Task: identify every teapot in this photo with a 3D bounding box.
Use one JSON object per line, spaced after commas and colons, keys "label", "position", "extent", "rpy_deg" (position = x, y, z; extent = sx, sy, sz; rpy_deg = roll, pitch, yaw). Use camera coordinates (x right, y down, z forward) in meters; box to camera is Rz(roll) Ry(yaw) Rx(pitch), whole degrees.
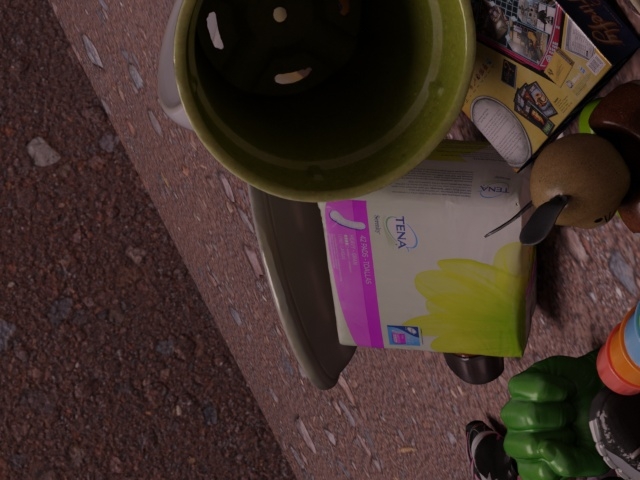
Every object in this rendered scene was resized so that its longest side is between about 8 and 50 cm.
{"label": "teapot", "position": [-0.087, -0.241, 2.178], "extent": [0.252, 0.187, 0.256], "rpy_deg": [-34, 48, 55]}

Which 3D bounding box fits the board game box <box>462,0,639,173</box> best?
{"label": "board game box", "position": [0.184, -0.179, 1.565], "extent": [0.165, 0.042, 0.243], "rpy_deg": [50, 156, 7]}

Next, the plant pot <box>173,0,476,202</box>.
{"label": "plant pot", "position": [-0.019, -0.202, 1.622], "extent": [0.254, 0.276, 0.276], "rpy_deg": [-126, 12, -69]}

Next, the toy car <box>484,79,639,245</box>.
{"label": "toy car", "position": [0.238, -0.039, 1.457], "extent": [0.149, 0.188, 0.155], "rpy_deg": [64, 165, -9]}

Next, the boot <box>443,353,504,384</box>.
{"label": "boot", "position": [0.121, 0.016, 2.127], "extent": [0.264, 0.096, 0.280], "rpy_deg": [47, 157, 54]}

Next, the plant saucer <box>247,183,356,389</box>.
{"label": "plant saucer", "position": [0.000, 0.000, 2.313], "extent": [0.400, 0.100, 0.400], "rpy_deg": [-14, -90, -82]}

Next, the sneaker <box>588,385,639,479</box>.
{"label": "sneaker", "position": [0.376, 0.245, 1.752], "extent": [0.229, 0.086, 0.132], "rpy_deg": [56, 163, -21]}

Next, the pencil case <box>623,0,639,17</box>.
{"label": "pencil case", "position": [0.164, -0.311, 1.261], "extent": [0.410, 0.160, 0.183], "rpy_deg": [46, 167, 45]}

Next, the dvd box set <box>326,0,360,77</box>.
{"label": "dvd box set", "position": [-0.024, -0.302, 1.927], "extent": [0.420, 0.062, 0.307], "rpy_deg": [60, -178, 4]}

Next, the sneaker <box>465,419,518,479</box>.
{"label": "sneaker", "position": [0.242, 0.322, 2.358], "extent": [0.077, 0.072, 0.178], "rpy_deg": [-121, 18, -58]}

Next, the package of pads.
{"label": "package of pads", "position": [0.126, 0.012, 1.866], "extent": [0.296, 0.229, 0.101], "rpy_deg": [80, -163, -51]}

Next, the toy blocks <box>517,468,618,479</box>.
{"label": "toy blocks", "position": [0.290, 0.362, 2.056], "extent": [0.288, 0.309, 0.260], "rpy_deg": [-12, 74, 62]}

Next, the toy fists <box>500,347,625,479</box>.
{"label": "toy fists", "position": [0.294, 0.261, 1.851], "extent": [0.279, 0.142, 0.096], "rpy_deg": [68, 165, -4]}

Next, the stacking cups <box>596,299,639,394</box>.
{"label": "stacking cups", "position": [0.322, 0.090, 1.589], "extent": [0.096, 0.096, 0.316], "rpy_deg": [58, 164, 12]}
